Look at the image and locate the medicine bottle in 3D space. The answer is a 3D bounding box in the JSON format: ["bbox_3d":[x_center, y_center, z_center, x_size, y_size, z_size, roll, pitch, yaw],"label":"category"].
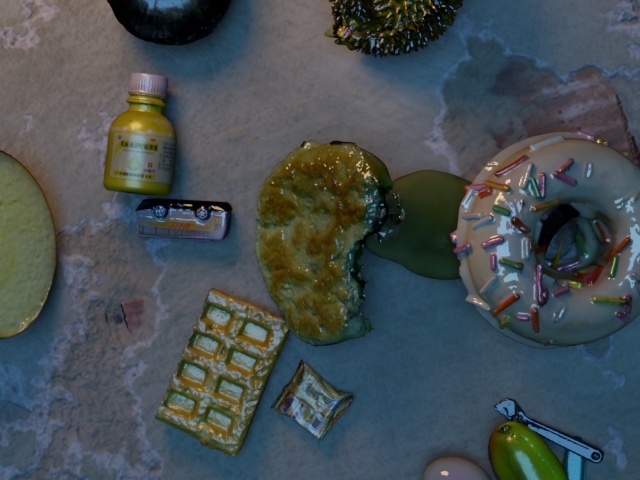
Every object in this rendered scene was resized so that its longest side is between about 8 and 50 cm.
[{"bbox_3d":[-0.317,-0.189,1.917,0.122,0.122,0.212,7,93,6],"label":"medicine bottle"}]

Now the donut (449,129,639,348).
[{"bbox_3d":[0.413,-0.001,1.798,0.383,0.142,0.382,0,91,-11],"label":"donut"}]

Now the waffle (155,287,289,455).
[{"bbox_3d":[-0.175,0.238,1.951,0.168,0.057,0.274,23,94,4],"label":"waffle"}]

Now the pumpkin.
[{"bbox_3d":[-0.263,-0.458,1.882,0.233,0.163,0.233,0,94,5],"label":"pumpkin"}]

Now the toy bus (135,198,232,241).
[{"bbox_3d":[-0.248,-0.036,1.950,0.172,0.057,0.072,3,100,6],"label":"toy bus"}]

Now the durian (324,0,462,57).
[{"bbox_3d":[0.128,-0.445,1.812,0.258,0.258,0.292,10,109,6],"label":"durian"}]

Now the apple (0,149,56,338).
[{"bbox_3d":[-0.605,0.010,1.928,0.254,0.179,0.346,4,91,-7],"label":"apple"}]

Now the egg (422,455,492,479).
[{"bbox_3d":[0.244,0.436,1.890,0.135,0.103,0.103,28,95,6],"label":"egg"}]

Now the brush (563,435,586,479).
[{"bbox_3d":[0.447,0.446,1.910,0.043,0.032,0.193,6,81,10],"label":"brush"}]

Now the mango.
[{"bbox_3d":[0.375,0.421,1.865,0.111,0.125,0.233,-37,88,-1],"label":"mango"}]

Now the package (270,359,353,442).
[{"bbox_3d":[-0.016,0.294,1.950,0.121,0.031,0.108,34,95,9],"label":"package"}]

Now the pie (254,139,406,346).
[{"bbox_3d":[0.000,0.000,1.844,0.296,0.078,0.371,30,118,33],"label":"pie"}]

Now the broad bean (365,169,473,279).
[{"bbox_3d":[0.194,-0.029,1.885,0.263,0.121,0.189,9,88,-9],"label":"broad bean"}]

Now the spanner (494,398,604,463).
[{"bbox_3d":[0.406,0.339,1.908,0.209,0.012,0.046,25,91,10],"label":"spanner"}]
